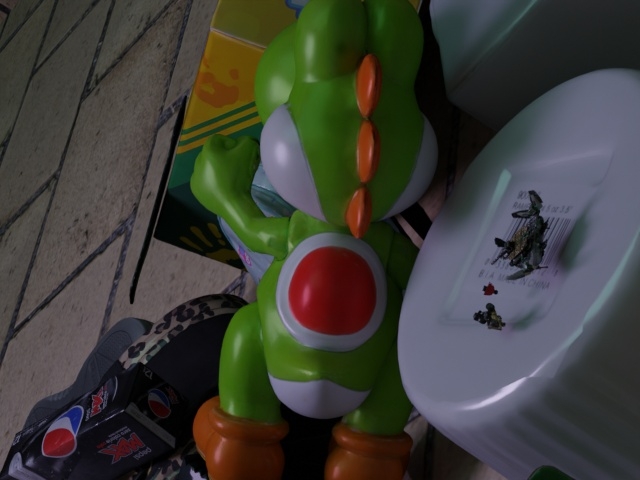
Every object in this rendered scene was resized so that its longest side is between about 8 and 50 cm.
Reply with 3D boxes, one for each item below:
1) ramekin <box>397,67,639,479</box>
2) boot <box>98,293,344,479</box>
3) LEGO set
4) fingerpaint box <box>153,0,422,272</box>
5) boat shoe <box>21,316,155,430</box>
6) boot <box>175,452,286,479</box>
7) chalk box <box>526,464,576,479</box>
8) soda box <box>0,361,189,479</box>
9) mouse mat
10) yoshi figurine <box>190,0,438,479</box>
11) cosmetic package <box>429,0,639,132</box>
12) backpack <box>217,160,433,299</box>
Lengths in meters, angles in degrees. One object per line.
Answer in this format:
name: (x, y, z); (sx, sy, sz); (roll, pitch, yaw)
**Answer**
ramekin: (0.170, 0.029, 1.011); (0.277, 0.135, 0.277); (-46, 26, 30)
boot: (-0.136, 0.218, 1.407); (0.377, 0.138, 0.284); (-54, 24, 3)
LEGO set: (0.115, 0.014, 0.947); (0.054, 0.023, 0.083); (-107, 39, -64)
fingerpaint box: (0.005, -0.238, 1.498); (0.371, 0.163, 0.444); (116, 173, -62)
boat shoe: (-0.220, 0.193, 1.694); (0.320, 0.103, 0.118); (-50, 43, 35)
boot: (-0.035, 0.287, 1.182); (0.246, 0.094, 0.207); (19, 100, 42)
chalk box: (0.078, 0.262, 0.857); (0.179, 0.180, 0.289); (-4, 56, 63)
soda box: (-0.186, 0.163, 1.345); (0.169, 0.060, 0.053); (-31, 30, 35)
mouse mat: (-0.152, -0.035, 1.535); (0.152, 0.007, 0.189); (138, 147, -81)
yoshi figurine: (0.008, -0.008, 1.170); (0.203, 0.203, 0.362); (24, 114, 40)
cosmetic package: (0.277, -0.270, 1.125); (0.453, 0.161, 0.230); (-46, 25, 28)
backpack: (0.008, 0.006, 1.300); (0.115, 0.182, 0.152); (-42, 14, -35)
